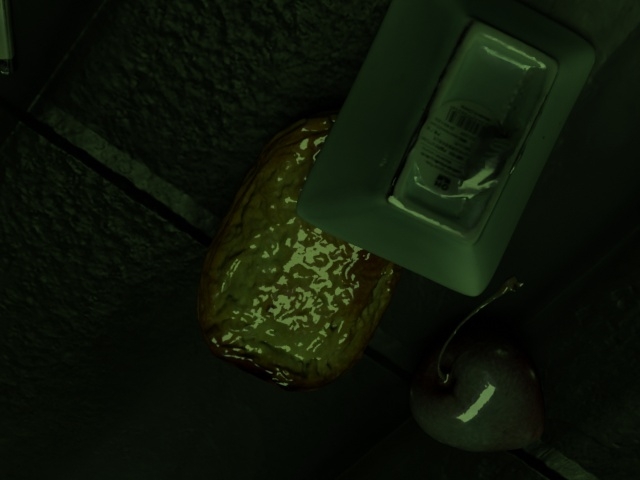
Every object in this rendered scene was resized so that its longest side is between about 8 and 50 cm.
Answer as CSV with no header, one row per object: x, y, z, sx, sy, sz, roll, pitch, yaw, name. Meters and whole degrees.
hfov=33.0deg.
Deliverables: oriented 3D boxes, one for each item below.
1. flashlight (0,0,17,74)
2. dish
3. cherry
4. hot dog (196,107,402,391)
-0.278,-0.186,0.940,0.018,0.018,0.083,4,122,1,flashlight
0.111,-0.089,0.874,0.182,0.080,0.243,25,93,-11,dish
0.177,0.131,1.043,0.148,0.115,0.188,44,111,1,cherry
-0.001,0.001,0.978,0.175,0.114,0.259,27,98,-5,hot dog
